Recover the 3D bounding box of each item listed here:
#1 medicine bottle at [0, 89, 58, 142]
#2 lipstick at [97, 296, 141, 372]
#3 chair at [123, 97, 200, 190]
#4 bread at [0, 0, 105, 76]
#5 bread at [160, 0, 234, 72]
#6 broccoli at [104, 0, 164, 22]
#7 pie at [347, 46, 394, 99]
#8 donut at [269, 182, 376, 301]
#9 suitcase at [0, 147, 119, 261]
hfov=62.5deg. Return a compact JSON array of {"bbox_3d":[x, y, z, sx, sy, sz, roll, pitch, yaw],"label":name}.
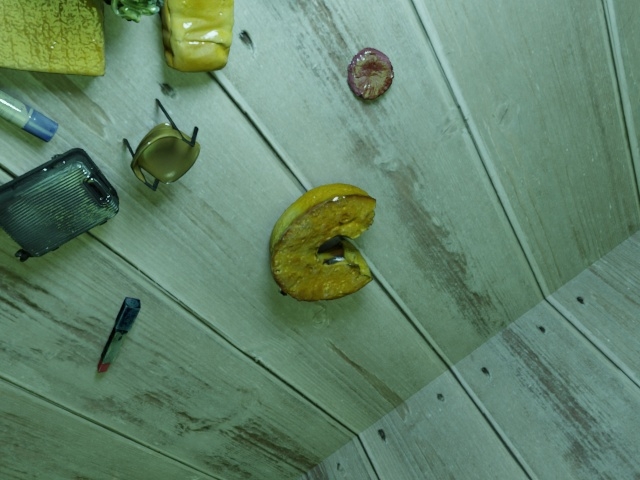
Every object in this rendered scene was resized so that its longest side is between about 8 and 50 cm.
[{"bbox_3d":[-0.752,-0.320,1.263,0.059,0.059,0.230,-47,129,12],"label":"medicine bottle"},{"bbox_3d":[-0.679,0.323,1.763,0.051,0.051,0.312,15,118,-33],"label":"lipstick"},{"bbox_3d":[-0.408,-0.233,1.360,0.159,0.247,0.172,-45,130,11],"label":"chair"},{"bbox_3d":[-0.627,-0.476,1.178,0.274,0.114,0.185,-3,121,-24],"label":"bread"},{"bbox_3d":[-0.297,-0.556,1.258,0.166,0.132,0.295,-9,125,-27],"label":"bread"},{"bbox_3d":[-0.441,-0.612,1.033,0.271,0.334,0.325,5,80,4],"label":"broccoli"},{"bbox_3d":[0.149,-0.491,1.564,0.153,0.038,0.154,-11,125,-15],"label":"pie"},{"bbox_3d":[0.000,0.000,1.772,0.377,0.164,0.436,-7,127,-19],"label":"donut"},{"bbox_3d":[-0.709,-0.096,1.396,0.312,0.128,0.202,-29,130,-3],"label":"suitcase"}]
